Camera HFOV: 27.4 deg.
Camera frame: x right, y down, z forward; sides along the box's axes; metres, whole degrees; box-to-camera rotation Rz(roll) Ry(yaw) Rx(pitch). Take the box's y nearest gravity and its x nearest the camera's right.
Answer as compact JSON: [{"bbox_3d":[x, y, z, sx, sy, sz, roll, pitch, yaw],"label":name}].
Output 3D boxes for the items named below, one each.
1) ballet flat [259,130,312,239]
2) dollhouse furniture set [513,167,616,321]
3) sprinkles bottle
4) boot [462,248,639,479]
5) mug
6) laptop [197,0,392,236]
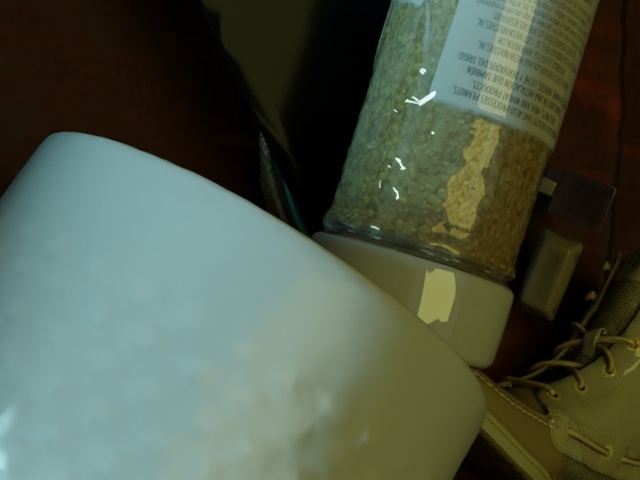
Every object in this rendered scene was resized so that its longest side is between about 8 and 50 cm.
[{"bbox_3d":[0.000,0.000,0.857,0.073,0.067,0.206,-30,101,-38],"label":"ballet flat"},{"bbox_3d":[0.166,-0.006,1.000,0.114,0.091,0.081,-70,165,10],"label":"dollhouse furniture set"},{"bbox_3d":[0.092,-0.109,0.757,0.121,0.121,0.355,19,86,-31],"label":"sprinkles bottle"},{"bbox_3d":[0.181,0.086,0.925,0.262,0.095,0.203,37,78,-38],"label":"boot"},{"bbox_3d":[-0.155,0.133,0.660,0.374,0.276,0.328,30,75,4],"label":"mug"},{"bbox_3d":[0.040,-0.146,0.874,0.234,0.137,0.264,65,18,-15],"label":"laptop"}]
